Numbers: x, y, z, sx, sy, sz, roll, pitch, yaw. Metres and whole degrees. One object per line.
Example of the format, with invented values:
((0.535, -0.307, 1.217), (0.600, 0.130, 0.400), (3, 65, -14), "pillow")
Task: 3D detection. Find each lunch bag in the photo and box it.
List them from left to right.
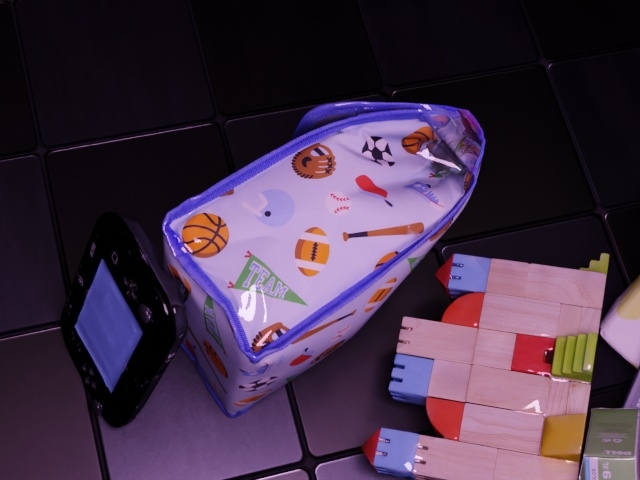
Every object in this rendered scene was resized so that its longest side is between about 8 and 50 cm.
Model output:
((0.000, 0.000, 1.366), (0.385, 0.328, 0.239), (-32, 80, -17), "lunch bag")

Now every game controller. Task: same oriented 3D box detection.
((-0.236, 0.098, 1.301), (0.067, 0.319, 0.166), (-31, 76, -35), "game controller")

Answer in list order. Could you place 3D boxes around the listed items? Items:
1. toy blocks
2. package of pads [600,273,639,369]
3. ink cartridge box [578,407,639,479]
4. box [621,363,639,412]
((0.206, 0.171, 1.409), (0.261, 0.191, 0.381), (8, 69, 15), "toy blocks")
((0.540, 0.128, 1.451), (0.296, 0.101, 0.229), (41, 113, 9), "package of pads")
((0.346, 0.285, 1.329), (0.062, 0.209, 0.109), (-1, 102, 18), "ink cartridge box")
((0.483, 0.198, 1.400), (0.183, 0.059, 0.232), (22, 110, 16), "box")
